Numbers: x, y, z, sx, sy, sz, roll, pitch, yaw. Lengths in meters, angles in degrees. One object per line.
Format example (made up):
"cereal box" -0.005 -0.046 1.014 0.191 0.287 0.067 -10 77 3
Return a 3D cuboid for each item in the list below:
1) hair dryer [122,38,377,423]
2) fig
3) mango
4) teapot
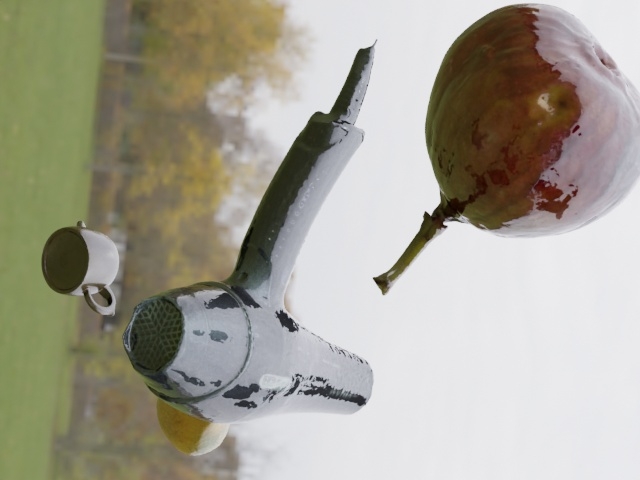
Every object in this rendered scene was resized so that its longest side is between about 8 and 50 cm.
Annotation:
"hair dryer" 0.000 0.000 1.089 0.235 0.091 0.271 19 98 -54
"fig" 0.160 -0.073 1.416 0.249 0.186 0.203 -49 -132 33
"mango" -0.109 0.143 1.427 0.114 0.057 0.079 120 -49 -64
"teapot" -0.252 0.029 1.794 0.076 0.068 0.121 -39 -114 29
